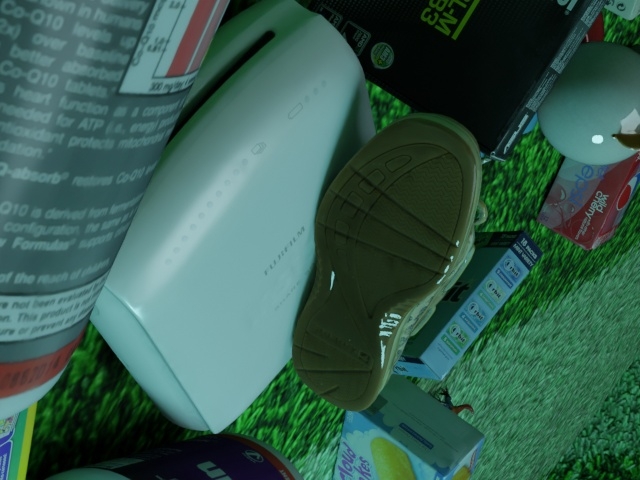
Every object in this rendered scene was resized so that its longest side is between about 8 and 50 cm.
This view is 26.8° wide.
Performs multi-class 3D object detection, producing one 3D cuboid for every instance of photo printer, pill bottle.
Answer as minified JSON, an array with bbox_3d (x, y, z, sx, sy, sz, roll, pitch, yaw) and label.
[{"bbox_3d":[-0.063,-0.015,0.972,0.256,0.107,0.307,-50,157,-16],"label":"photo printer"},{"bbox_3d":[-0.142,0.265,1.097,0.181,0.181,0.323,-62,158,13],"label":"pill bottle"},{"bbox_3d":[-0.136,-0.124,0.530,0.210,0.210,0.363,-9,129,-61],"label":"pill bottle"}]

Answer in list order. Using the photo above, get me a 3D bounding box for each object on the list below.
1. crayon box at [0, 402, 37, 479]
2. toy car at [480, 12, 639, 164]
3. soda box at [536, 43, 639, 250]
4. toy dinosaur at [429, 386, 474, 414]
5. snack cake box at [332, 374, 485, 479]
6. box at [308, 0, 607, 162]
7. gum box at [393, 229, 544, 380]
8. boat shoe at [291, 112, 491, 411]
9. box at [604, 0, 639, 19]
[{"bbox_3d":[-0.254,0.118,0.794,0.165,0.081,0.278,-31,147,-46],"label":"crayon box"},{"bbox_3d":[0.243,-0.148,1.246,0.210,0.238,0.219,-31,147,-47],"label":"toy car"},{"bbox_3d":[0.384,-0.120,1.772,0.083,0.092,0.263,-27,144,-52],"label":"soda box"},{"bbox_3d":[0.176,0.236,1.876,0.082,0.090,0.047,-86,-176,-70],"label":"toy dinosaur"},{"bbox_3d":[0.099,0.301,1.689,0.089,0.152,0.264,-39,152,-35],"label":"snack cake box"},{"bbox_3d":[0.106,-0.183,0.980,0.190,0.184,0.045,-57,158,9],"label":"box"},{"bbox_3d":[0.135,0.068,1.465,0.184,0.041,0.157,-49,-161,-19],"label":"gum box"},{"bbox_3d":[0.052,0.008,0.981,0.089,0.104,0.285,-44,165,-43],"label":"boat shoe"},{"bbox_3d":[0.328,-0.363,1.316,0.113,0.094,0.275,-40,154,-33],"label":"box"}]
